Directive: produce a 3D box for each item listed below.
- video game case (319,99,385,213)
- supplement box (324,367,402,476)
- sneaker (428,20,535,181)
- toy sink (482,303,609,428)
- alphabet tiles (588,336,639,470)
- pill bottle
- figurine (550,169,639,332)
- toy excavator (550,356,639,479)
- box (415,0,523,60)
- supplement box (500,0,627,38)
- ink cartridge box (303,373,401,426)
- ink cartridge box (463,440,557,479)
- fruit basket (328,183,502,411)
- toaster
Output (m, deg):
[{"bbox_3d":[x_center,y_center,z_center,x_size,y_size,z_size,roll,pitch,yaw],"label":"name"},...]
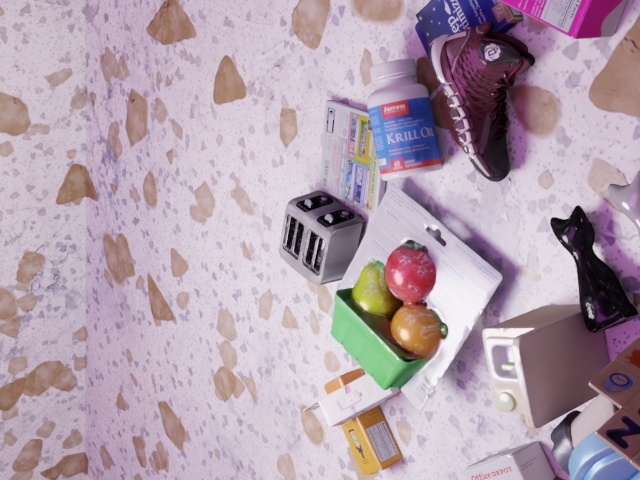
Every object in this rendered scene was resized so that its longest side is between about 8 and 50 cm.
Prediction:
[{"bbox_3d":[0.073,-0.185,1.837,0.193,0.023,0.212,26,120,44],"label":"video game case"},{"bbox_3d":[0.098,0.422,1.951,0.078,0.080,0.233,-39,69,50],"label":"supplement box"},{"bbox_3d":[0.311,-0.248,1.464,0.162,0.106,0.281,-19,102,32],"label":"sneaker"},{"bbox_3d":[0.368,0.209,1.428,0.131,0.234,0.153,-8,96,51],"label":"toy sink"},{"bbox_3d":[0.551,0.213,1.138,0.285,0.342,0.011,38,152,37],"label":"alphabet tiles"},{"bbox_3d":[0.158,-0.235,1.635,0.124,0.124,0.222,-8,96,51],"label":"pill bottle"},{"bbox_3d":[0.484,0.015,1.351,0.215,0.092,0.209,-39,67,48],"label":"figurine"},{"bbox_3d":[0.569,0.435,1.183,0.445,0.432,0.222,-83,17,-47],"label":"toy excavator"},{"bbox_3d":[0.256,-0.399,1.538,0.225,0.036,0.136,-37,73,51],"label":"box"},{"bbox_3d":[0.369,-0.413,1.332,0.220,0.111,0.114,42,130,34],"label":"supplement box"},{"bbox_3d":[0.070,0.355,1.854,0.198,0.115,0.067,-30,74,9],"label":"ink cartridge box"},{"bbox_3d":[0.389,0.507,1.611,0.153,0.087,0.208,-38,73,50],"label":"ink cartridge box"},{"bbox_3d":[0.183,0.115,1.726,0.327,0.165,0.353,43,116,34],"label":"fruit basket"},{"bbox_3d":[0.000,0.000,1.914,0.168,0.110,0.186,38,128,39],"label":"toaster"}]
